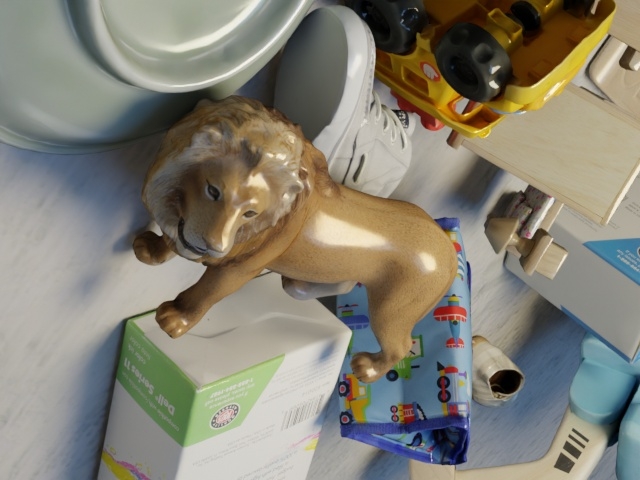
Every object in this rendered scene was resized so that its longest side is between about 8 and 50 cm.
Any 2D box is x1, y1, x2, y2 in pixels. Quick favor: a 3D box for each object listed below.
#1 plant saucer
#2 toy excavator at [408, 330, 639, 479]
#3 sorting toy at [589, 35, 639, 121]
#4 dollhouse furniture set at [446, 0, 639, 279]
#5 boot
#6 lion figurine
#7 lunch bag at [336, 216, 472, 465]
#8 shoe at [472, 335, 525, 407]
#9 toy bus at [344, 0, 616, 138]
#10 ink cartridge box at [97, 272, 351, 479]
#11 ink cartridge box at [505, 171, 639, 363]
[{"bbox_3d":[-0.098,-0.216,0.825,0.400,0.100,0.400,-31,144,-27],"label":"plant saucer"},{"bbox_3d":[0.389,0.250,1.614,0.445,0.432,0.222,-54,152,-32],"label":"toy excavator"},{"bbox_3d":[0.427,-0.249,1.508,0.193,0.038,0.208,-55,143,8],"label":"sorting toy"},{"bbox_3d":[0.240,-0.143,1.302,0.303,0.173,0.355,-60,-177,11],"label":"dollhouse furniture set"},{"bbox_3d":[0.029,-0.111,1.062,0.123,0.095,0.258,-14,150,-26],"label":"boot"},{"bbox_3d":[0.000,0.000,1.016,0.392,0.142,0.240,10,141,-41],"label":"lion figurine"},{"bbox_3d":[0.117,0.127,1.342,0.293,0.138,0.221,47,40,-67],"label":"lunch bag"},{"bbox_3d":[0.251,0.204,1.720,0.076,0.058,0.219,-48,148,-3],"label":"shoe"},{"bbox_3d":[0.127,-0.165,1.054,0.149,0.220,0.211,-41,154,-23],"label":"toy bus"},{"bbox_3d":[-0.114,0.224,1.230,0.207,0.119,0.353,-17,134,-42],"label":"ink cartridge box"},{"bbox_3d":[0.432,-0.008,1.575,0.307,0.223,0.129,-27,142,-33],"label":"ink cartridge box"}]
